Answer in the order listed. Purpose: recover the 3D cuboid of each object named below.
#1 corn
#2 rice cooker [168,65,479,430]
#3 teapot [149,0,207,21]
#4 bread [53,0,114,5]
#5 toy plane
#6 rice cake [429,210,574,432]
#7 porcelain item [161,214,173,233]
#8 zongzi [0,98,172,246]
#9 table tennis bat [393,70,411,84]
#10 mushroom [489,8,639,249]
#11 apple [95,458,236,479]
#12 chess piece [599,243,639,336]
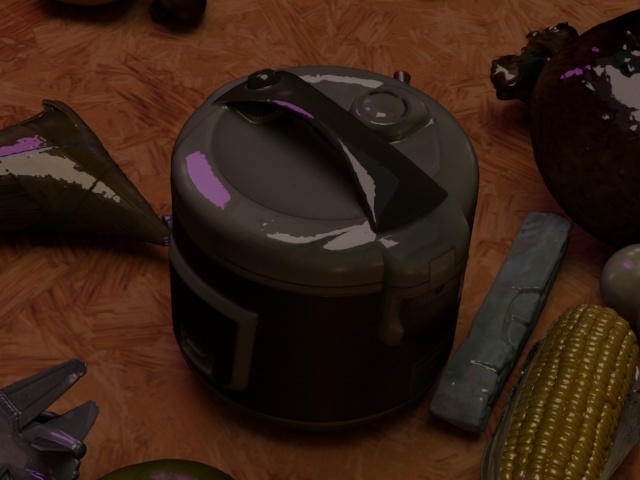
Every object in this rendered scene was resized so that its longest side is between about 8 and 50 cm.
[{"bbox_3d":[0.251,0.186,1.481,0.123,0.122,0.305,-22,23,39],"label":"corn"},{"bbox_3d":[0.000,0.000,1.490,0.335,0.325,0.335,3,43,-3],"label":"rice cooker"},{"bbox_3d":[-0.213,-0.348,2.036,0.098,0.078,0.129,33,20,-30],"label":"teapot"},{"bbox_3d":[-0.324,-0.457,2.080,0.167,0.132,0.294,-5,38,12],"label":"bread"},{"bbox_3d":[-0.338,0.193,1.432,0.267,0.212,0.088,16,-3,36],"label":"toy plane"},{"bbox_3d":[0.207,0.088,1.610,0.066,0.063,0.336,14,44,19],"label":"rice cake"},{"bbox_3d":[-0.147,-0.025,1.724,0.083,0.028,0.036,-11,62,-18],"label":"porcelain item"},{"bbox_3d":[-0.322,-0.031,1.667,0.228,0.115,0.256,-29,63,-27],"label":"zongzi"},{"bbox_3d":[0.075,-0.121,1.862,0.107,0.119,0.170,17,63,-24],"label":"table tennis bat"},{"bbox_3d":[0.377,-0.129,1.763,0.331,0.356,0.334,-30,95,-47],"label":"mushroom"},{"bbox_3d":[-0.139,0.291,1.290,0.196,0.157,0.196,3,42,-3],"label":"apple"},{"bbox_3d":[0.412,0.091,1.593,0.133,0.133,0.243,-22,43,-26],"label":"chess piece"}]
